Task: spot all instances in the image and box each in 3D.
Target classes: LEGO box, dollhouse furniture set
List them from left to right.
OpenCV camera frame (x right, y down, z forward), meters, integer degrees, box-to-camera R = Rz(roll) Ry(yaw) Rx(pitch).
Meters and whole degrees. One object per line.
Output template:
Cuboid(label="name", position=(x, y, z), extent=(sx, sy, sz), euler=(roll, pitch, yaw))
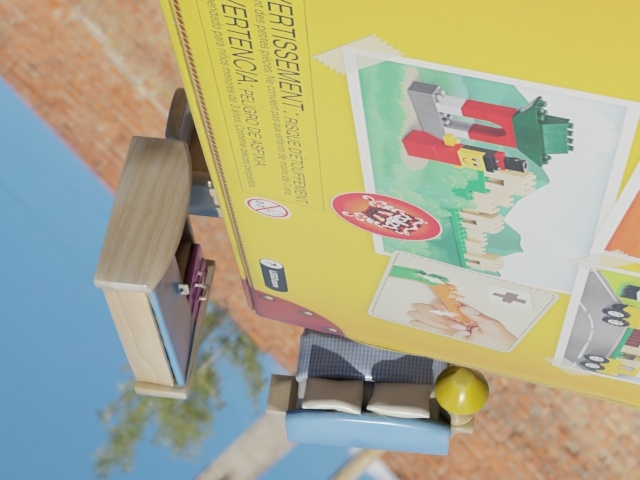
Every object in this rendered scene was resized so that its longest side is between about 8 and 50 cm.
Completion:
Cuboid(label="dollhouse furniture set", position=(0.000, 0.000, 1.158), extent=(0.198, 0.303, 0.286), euler=(86, -168, -59))
Cuboid(label="LEGO box", position=(0.148, -0.083, 0.592), extent=(0.372, 0.193, 0.500), euler=(13, 161, 6))
